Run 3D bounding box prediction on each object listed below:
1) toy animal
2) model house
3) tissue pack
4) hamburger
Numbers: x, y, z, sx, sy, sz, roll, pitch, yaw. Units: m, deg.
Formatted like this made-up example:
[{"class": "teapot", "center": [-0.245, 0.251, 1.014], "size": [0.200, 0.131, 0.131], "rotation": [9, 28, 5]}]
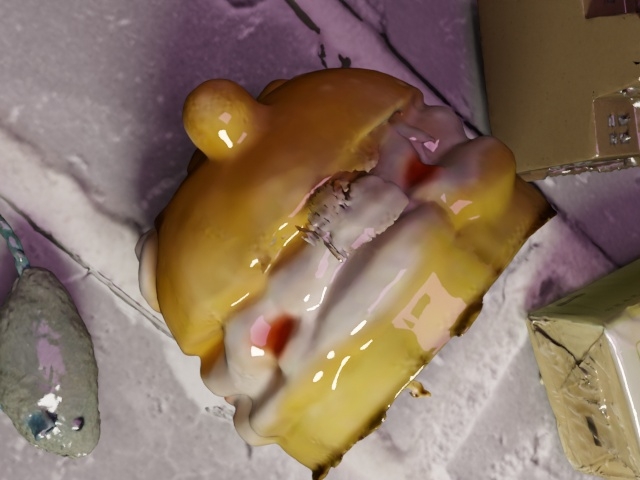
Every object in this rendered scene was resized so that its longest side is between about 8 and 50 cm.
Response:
[{"class": "toy animal", "center": [-0.218, 0.040, 0.722], "size": [0.079, 0.070, 0.253], "rotation": [-31, 100, -37]}, {"class": "model house", "center": [0.284, -0.155, 0.909], "size": [0.248, 0.176, 0.181], "rotation": [-10, 94, -40]}, {"class": "tissue pack", "center": [0.320, 0.098, 0.928], "size": [0.234, 0.125, 0.159], "rotation": [-24, 101, -23]}, {"class": "hamburger", "center": [0.000, 0.000, 0.718], "size": [0.237, 0.276, 0.276], "rotation": [42, 73, 3]}]
